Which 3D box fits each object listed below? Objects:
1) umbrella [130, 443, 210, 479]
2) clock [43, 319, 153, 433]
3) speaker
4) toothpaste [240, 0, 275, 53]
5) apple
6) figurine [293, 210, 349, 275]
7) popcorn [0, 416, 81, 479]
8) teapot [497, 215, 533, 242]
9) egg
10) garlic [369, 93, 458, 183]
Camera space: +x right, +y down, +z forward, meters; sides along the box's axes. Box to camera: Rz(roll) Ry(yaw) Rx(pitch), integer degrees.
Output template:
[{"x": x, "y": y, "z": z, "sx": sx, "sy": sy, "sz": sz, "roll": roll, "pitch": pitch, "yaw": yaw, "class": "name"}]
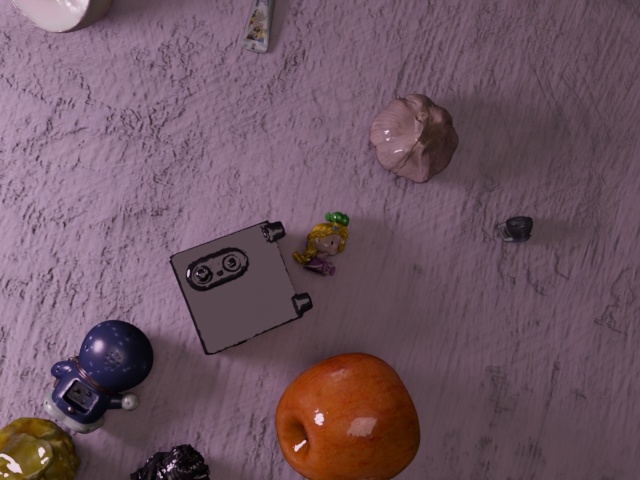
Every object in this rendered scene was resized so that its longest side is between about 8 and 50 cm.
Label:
[{"x": -0.390, "y": 0.570, "z": 1.547, "sx": 0.336, "sy": 0.154, "sz": 0.128, "roll": -34, "pitch": 52, "yaw": -13, "class": "umbrella"}, {"x": -0.465, "y": 0.288, "z": 1.560, "sx": 0.199, "sy": 0.146, "sz": 0.243, "roll": 38, "pitch": 87, "yaw": -2, "class": "clock"}, {"x": -0.175, "y": 0.104, "z": 1.608, "sx": 0.253, "sy": 0.184, "sz": 0.232, "roll": -20, "pitch": 89, "yaw": -10, "class": "speaker"}, {"x": -0.134, "y": -0.577, "z": 1.746, "sx": 0.067, "sy": 0.037, "sz": 0.256, "roll": 13, "pitch": 87, "yaw": -10, "class": "toothpaste"}, {"x": 0.054, "y": 0.394, "z": 1.571, "sx": 0.274, "sy": 0.299, "sz": 0.299, "roll": -12, "pitch": 88, "yaw": -22, "class": "apple"}, {"x": 0.000, "y": 0.000, "z": 1.706, "sx": 0.114, "sy": 0.095, "sz": 0.156, "roll": 12, "pitch": 76, "yaw": 29, "class": "figurine"}, {"x": -0.624, "y": 0.482, "z": 1.478, "sx": 0.276, "sy": 0.276, "sz": 0.226, "roll": -11, "pitch": 124, "yaw": -12, "class": "popcorn"}, {"x": 0.487, "y": -0.025, "z": 1.814, "sx": 0.087, "sy": 0.066, "sz": 0.057, "roll": -9, "pitch": 105, "yaw": 10, "class": "teapot"}, {"x": -0.553, "y": -0.572, "z": 1.602, "sx": 0.270, "sy": 0.162, "sz": 0.207, "roll": 13, "pitch": 118, "yaw": 22, "class": "egg"}, {"x": 0.229, "y": -0.247, "z": 1.701, "sx": 0.218, "sy": 0.212, "sz": 0.219, "roll": 1, "pitch": 84, "yaw": -5, "class": "garlic"}]
